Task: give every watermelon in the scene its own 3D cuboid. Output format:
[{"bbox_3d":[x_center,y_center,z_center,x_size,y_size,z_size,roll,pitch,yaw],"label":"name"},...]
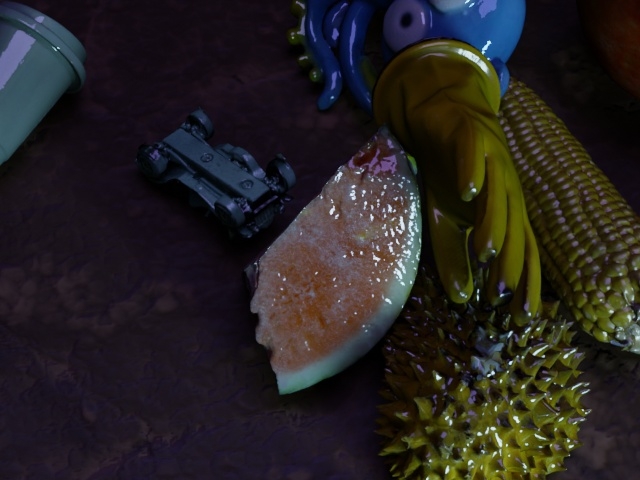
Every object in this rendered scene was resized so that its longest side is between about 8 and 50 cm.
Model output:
[{"bbox_3d":[0.011,0.005,1.381,0.128,0.146,0.231,39,101,-17],"label":"watermelon"}]

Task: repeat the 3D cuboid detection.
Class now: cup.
[{"bbox_3d":[-0.295,-0.140,1.489,0.120,0.120,0.141,26,72,12],"label":"cup"}]

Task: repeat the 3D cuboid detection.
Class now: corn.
[{"bbox_3d":[0.220,-0.028,1.456,0.106,0.106,0.305,-21,56,-18],"label":"corn"}]

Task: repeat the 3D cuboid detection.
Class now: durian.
[{"bbox_3d":[0.139,0.107,1.347,0.183,0.138,0.250,1,50,6],"label":"durian"}]

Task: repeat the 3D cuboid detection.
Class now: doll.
[{"bbox_3d":[0.104,-0.267,1.509,0.346,0.099,0.341,-35,64,18],"label":"doll"}]

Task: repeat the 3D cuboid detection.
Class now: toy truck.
[{"bbox_3d":[-0.094,-0.053,1.471,0.080,0.078,0.154,-38,50,-26],"label":"toy truck"}]

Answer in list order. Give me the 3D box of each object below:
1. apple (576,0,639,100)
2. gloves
[{"bbox_3d":[0.355,-0.234,1.526,0.230,0.230,0.230,2,56,-3],"label":"apple"},{"bbox_3d":[0.117,-0.048,1.305,0.116,0.133,0.294,-31,32,13],"label":"gloves"}]
